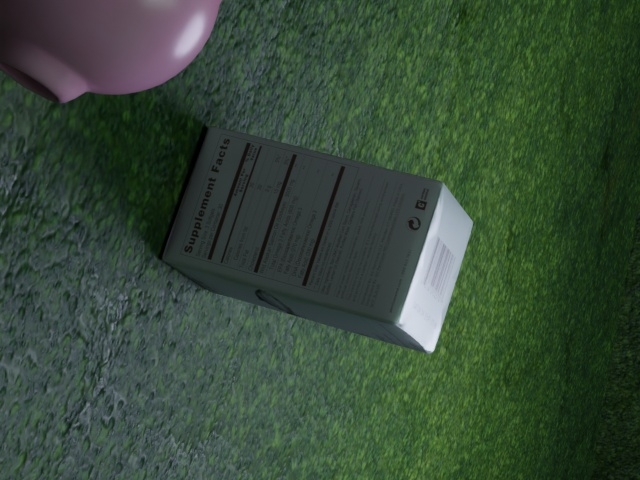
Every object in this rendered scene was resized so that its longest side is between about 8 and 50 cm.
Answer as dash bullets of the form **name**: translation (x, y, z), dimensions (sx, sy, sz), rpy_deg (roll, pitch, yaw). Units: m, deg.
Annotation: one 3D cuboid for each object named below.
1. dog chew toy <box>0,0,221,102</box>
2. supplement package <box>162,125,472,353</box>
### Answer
- **dog chew toy**: translation (-0.063, -0.219, 0.826), dimensions (0.332, 0.206, 0.206), rpy_deg (-60, 157, -9)
- **supplement package**: translation (0.000, 0.000, 1.137), dimensions (0.105, 0.179, 0.105), rpy_deg (40, 67, -67)
